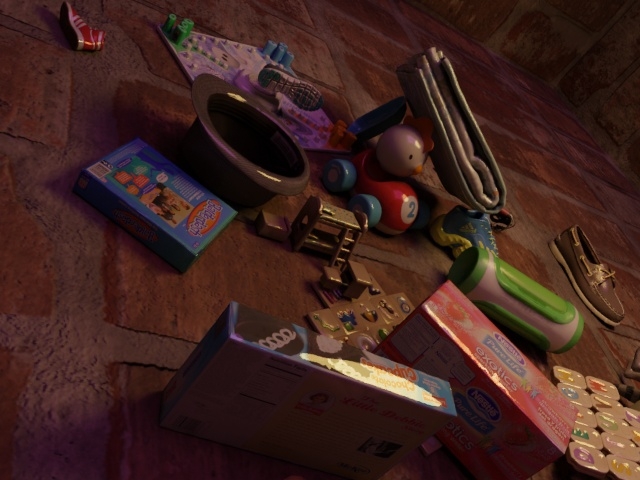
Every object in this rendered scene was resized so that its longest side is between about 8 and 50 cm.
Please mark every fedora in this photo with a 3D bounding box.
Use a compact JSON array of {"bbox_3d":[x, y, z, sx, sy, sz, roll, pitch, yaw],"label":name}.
[{"bbox_3d":[-0.153,-0.160,1.161,0.275,0.124,0.244,27,35,-34],"label":"fedora"}]

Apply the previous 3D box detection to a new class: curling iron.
[{"bbox_3d":[0.424,-0.121,1.775,0.274,0.068,0.035,43,33,15],"label":"curling iron"}]

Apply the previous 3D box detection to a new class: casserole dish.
[{"bbox_3d":[0.143,-0.296,1.595,0.037,0.188,0.114,51,37,-22],"label":"casserole dish"}]

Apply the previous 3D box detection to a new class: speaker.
[{"bbox_3d":[0.424,0.132,1.390,0.296,0.131,0.131,31,33,-13],"label":"speaker"}]

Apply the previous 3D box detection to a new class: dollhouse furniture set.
[{"bbox_3d":[0.000,0.000,1.124,0.181,0.101,0.161,17,32,-31],"label":"dollhouse furniture set"}]

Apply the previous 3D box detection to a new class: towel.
[{"bbox_3d":[0.292,-0.254,1.462,0.320,0.090,0.375,-93,159,-76],"label":"towel"}]

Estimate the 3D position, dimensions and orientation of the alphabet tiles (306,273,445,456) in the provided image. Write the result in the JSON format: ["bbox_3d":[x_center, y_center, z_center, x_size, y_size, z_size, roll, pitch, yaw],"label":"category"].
[{"bbox_3d":[0.129,0.199,1.113,0.285,0.011,0.343,-5,53,-49],"label":"alphabet tiles"}]

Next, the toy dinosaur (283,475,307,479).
[{"bbox_3d":[-0.011,0.327,0.770,0.183,0.053,0.093,10,41,-38],"label":"toy dinosaur"}]

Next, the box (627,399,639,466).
[{"bbox_3d":[0.666,0.443,1.280,0.113,0.094,0.275,43,32,6],"label":"box"}]

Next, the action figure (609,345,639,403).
[{"bbox_3d":[0.831,0.402,1.452,0.330,0.178,0.341,46,-11,27],"label":"action figure"}]

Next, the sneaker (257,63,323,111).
[{"bbox_3d":[-0.065,-0.359,1.466,0.166,0.065,0.076,27,30,-22],"label":"sneaker"}]

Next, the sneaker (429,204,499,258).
[{"bbox_3d":[0.378,0.007,1.495,0.240,0.126,0.091,34,32,-8],"label":"sneaker"}]

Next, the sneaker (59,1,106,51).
[{"bbox_3d":[-0.460,-0.412,1.238,0.067,0.042,0.119,-5,61,-44],"label":"sneaker"}]

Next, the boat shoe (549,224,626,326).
[{"bbox_3d":[0.775,0.094,1.820,0.116,0.097,0.325,16,39,-33],"label":"boat shoe"}]

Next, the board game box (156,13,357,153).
[{"bbox_3d":[-0.138,-0.365,1.503,0.389,0.050,0.390,-3,52,-48],"label":"board game box"}]

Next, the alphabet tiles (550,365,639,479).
[{"bbox_3d":[0.528,0.349,1.227,0.277,0.021,0.284,18,29,4],"label":"alphabet tiles"}]

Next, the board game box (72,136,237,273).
[{"bbox_3d":[-0.254,-0.061,1.009,0.210,0.047,0.160,37,31,-2],"label":"board game box"}]

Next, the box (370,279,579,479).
[{"bbox_3d":[0.246,0.233,1.035,0.300,0.154,0.142,46,32,11],"label":"box"}]

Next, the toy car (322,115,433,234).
[{"bbox_3d":[0.171,-0.156,1.381,0.219,0.238,0.210,-1,49,-45],"label":"toy car"}]

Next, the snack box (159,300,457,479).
[{"bbox_3d":[-0.013,0.203,0.796,0.321,0.187,0.060,24,35,-23],"label":"snack box"}]
